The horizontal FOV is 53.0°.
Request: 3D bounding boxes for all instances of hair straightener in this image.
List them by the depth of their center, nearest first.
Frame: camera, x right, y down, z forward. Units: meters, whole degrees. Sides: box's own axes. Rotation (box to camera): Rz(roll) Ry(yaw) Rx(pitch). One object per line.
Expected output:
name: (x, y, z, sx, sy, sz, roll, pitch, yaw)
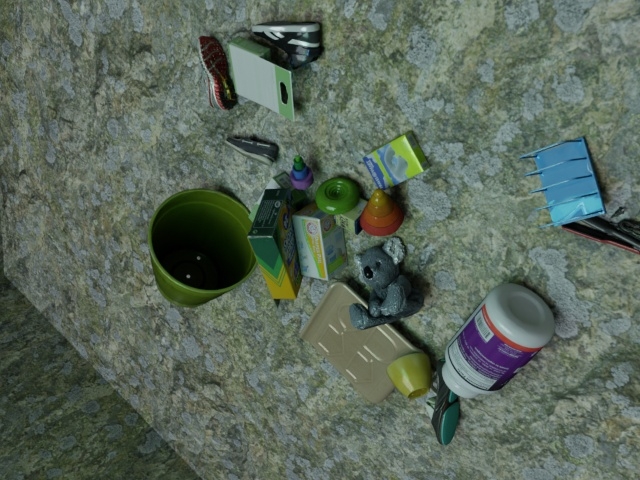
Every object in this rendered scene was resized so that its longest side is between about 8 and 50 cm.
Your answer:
hair straightener: (0.642, -0.024, 1.383, 0.230, 0.047, 0.089, 30, 130, 33)

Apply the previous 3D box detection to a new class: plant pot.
plant pot: (0.269, 0.403, 1.867, 0.134, 0.134, 0.095, 119, 144, -43)
plant pot: (-0.426, 0.068, 2.198, 0.366, 0.366, 0.353, 50, 147, 6)

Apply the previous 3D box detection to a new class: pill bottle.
pill bottle: (0.439, 0.269, 1.640, 0.181, 0.181, 0.323, 41, 135, 16)

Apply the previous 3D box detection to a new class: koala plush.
koala plush: (0.179, 0.115, 1.813, 0.196, 0.203, 0.221, -31, 71, 38)

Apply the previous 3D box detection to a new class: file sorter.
file sorter: (0.512, -0.120, 1.375, 0.118, 0.104, 0.170, -19, 85, 46)

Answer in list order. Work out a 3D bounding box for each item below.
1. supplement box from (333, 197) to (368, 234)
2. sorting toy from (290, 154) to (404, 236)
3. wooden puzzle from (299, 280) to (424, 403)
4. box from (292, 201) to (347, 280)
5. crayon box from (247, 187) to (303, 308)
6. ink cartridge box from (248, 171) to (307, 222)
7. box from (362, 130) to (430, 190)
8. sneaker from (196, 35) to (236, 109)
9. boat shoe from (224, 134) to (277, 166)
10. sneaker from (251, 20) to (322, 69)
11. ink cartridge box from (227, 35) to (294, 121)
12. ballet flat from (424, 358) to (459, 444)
supplement box: (0.094, -0.075, 1.807, 0.083, 0.083, 0.056, 29, 149, 27)
sorting toy: (0.060, -0.145, 1.746, 0.365, 0.127, 0.126, 28, 154, 26)
wooden puzzle: (0.129, 0.315, 2.022, 0.347, 0.080, 0.322, 39, 134, 11)
box: (0.000, 0.000, 1.919, 0.103, 0.114, 0.203, 10, 119, 36)
crayon box: (-0.111, 0.030, 1.923, 0.083, 0.203, 0.323, 0, 136, 16)
ink cartridge box: (-0.138, -0.106, 2.016, 0.109, 0.062, 0.209, 47, 136, 9)
box: (0.189, -0.202, 1.687, 0.178, 0.042, 0.109, -25, 96, 45)
sneaker: (-0.334, -0.502, 1.942, 0.092, 0.088, 0.225, 6, 117, 41)
boat shoe: (-0.213, -0.291, 1.994, 0.206, 0.075, 0.065, 27, 86, 34)
sneaker: (-0.095, -0.521, 1.725, 0.216, 0.079, 0.121, 14, 122, 35)
ink cartridge box: (-0.152, -0.455, 1.803, 0.235, 0.056, 0.171, 29, 146, 25)
ballet flat: (0.365, 0.467, 1.896, 0.096, 0.095, 0.281, 26, 119, 41)
